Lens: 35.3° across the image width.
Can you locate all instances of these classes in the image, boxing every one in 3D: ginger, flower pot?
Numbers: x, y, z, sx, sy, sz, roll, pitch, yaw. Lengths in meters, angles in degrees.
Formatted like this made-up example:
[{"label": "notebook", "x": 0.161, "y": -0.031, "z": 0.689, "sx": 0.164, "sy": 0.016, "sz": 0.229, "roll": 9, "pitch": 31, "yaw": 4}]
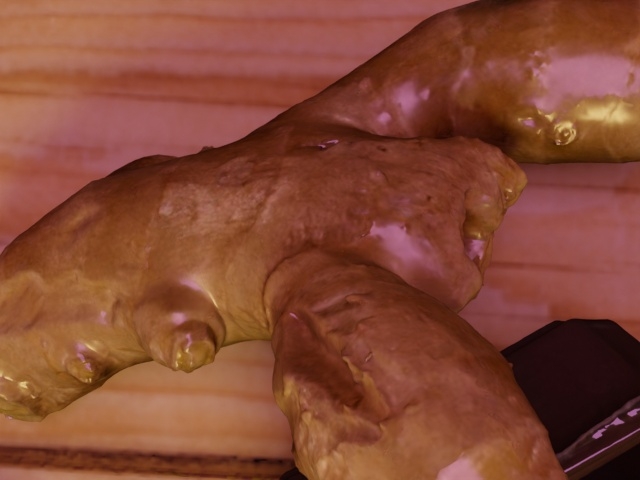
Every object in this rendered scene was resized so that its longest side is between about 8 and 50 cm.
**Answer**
[{"label": "ginger", "x": 0.001, "y": -0.021, "z": 0.505, "sx": 0.348, "sy": 0.122, "sz": 0.363, "roll": 7, "pitch": 51, "yaw": 31}, {"label": "flower pot", "x": 0.074, "y": 0.128, "z": 0.475, "sx": 0.250, "sy": 0.179, "sz": 0.084, "roll": -30, "pitch": 51, "yaw": -5}]
